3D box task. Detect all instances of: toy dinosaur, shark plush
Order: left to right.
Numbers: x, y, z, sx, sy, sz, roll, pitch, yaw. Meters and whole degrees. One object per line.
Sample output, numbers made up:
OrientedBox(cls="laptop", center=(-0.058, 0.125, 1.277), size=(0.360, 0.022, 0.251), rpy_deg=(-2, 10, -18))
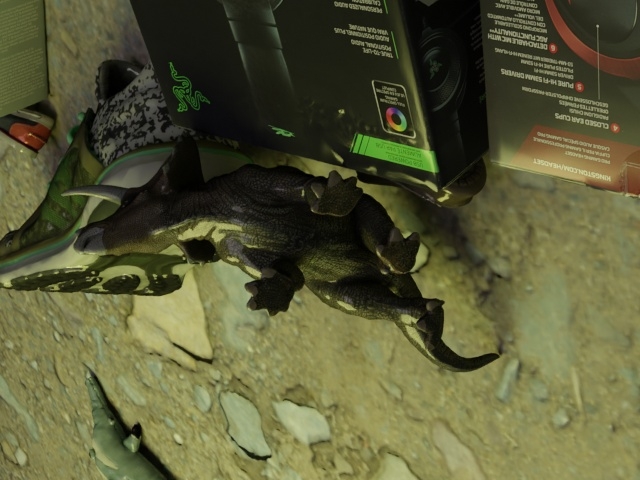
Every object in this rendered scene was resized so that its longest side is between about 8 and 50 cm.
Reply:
OrientedBox(cls="shark plush", center=(-0.206, 0.220, 1.366), size=(0.067, 0.073, 0.161), rpy_deg=(-38, 62, 33))
OrientedBox(cls="toy dinosaur", center=(0.000, 0.000, 0.857), size=(0.160, 0.313, 0.121), rpy_deg=(40, 112, 60))

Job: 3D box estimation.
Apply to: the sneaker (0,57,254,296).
OrientedBox(cls="sneaker", center=(-0.168, -0.056, 1.092), size=(0.410, 0.158, 0.182), rpy_deg=(-21, 66, 54))

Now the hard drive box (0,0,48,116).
OrientedBox(cls="hard drive box", center=(-0.340, -0.250, 1.157), size=(0.181, 0.089, 0.232), rpy_deg=(32, 134, 31))

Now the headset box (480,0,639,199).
OrientedBox(cls="headset box", center=(0.190, -0.139, 0.613), size=(0.218, 0.110, 0.293), rpy_deg=(17, 125, 41))

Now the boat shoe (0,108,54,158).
OrientedBox(cls="boat shoe", center=(-0.311, -0.126, 1.244), size=(0.137, 0.049, 0.043), rpy_deg=(32, 92, 35))

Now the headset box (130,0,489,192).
OrientedBox(cls="headset box", center=(-0.006, -0.183, 0.763), size=(0.246, 0.131, 0.283), rpy_deg=(18, 136, 41))

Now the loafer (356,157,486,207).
OrientedBox(cls="loafer", center=(0.055, -0.059, 0.868), size=(0.148, 0.056, 0.050), rpy_deg=(40, 140, 39))
